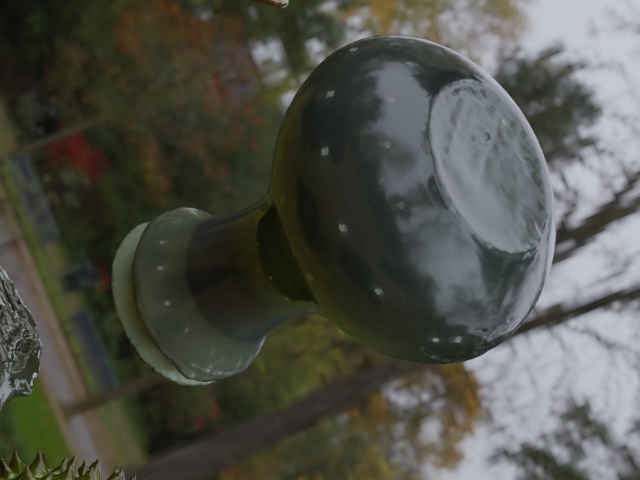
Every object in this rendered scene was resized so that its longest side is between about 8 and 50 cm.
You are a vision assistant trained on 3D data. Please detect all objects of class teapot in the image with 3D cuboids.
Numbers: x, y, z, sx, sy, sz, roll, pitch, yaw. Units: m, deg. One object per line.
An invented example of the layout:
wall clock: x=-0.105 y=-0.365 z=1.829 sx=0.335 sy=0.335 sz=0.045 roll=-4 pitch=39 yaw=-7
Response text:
teapot: x=0.000 y=0.000 z=1.067 sx=0.183 sy=0.251 sz=0.183 roll=25 pitch=54 yaw=-40

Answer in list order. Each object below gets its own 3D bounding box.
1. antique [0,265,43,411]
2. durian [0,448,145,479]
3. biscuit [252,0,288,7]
antique: x=-0.298 y=0.061 z=0.960 sx=0.125 sy=0.284 sz=0.150 roll=-85 pitch=151 yaw=-76
durian: x=-0.110 y=0.178 z=0.790 sx=0.159 sy=0.146 sz=0.198 roll=30 pitch=27 yaw=15
biscuit: x=-0.139 y=-0.171 z=0.940 sx=0.289 sy=0.202 sz=0.044 roll=20 pitch=-84 yaw=39
